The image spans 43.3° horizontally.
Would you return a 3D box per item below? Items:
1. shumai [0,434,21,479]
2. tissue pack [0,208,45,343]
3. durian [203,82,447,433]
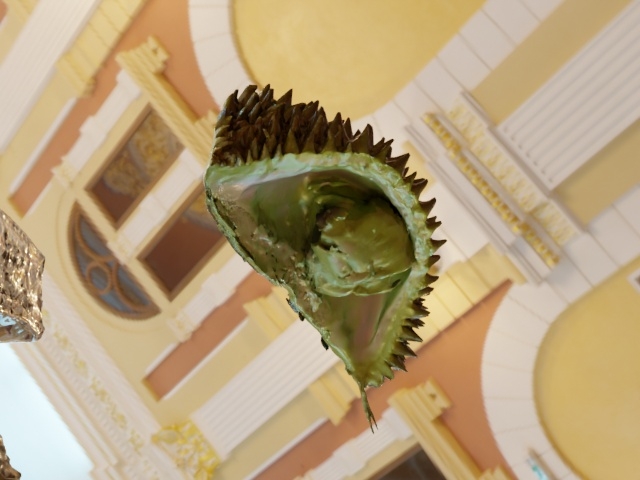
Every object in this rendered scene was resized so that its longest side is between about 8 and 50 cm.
[{"bbox_3d":[-0.275,0.109,0.495,0.184,0.184,0.141,25,-137,-33],"label":"shumai"},{"bbox_3d":[-0.486,0.035,0.750,0.395,0.288,0.124,-2,-101,-7],"label":"tissue pack"},{"bbox_3d":[0.007,-0.003,0.713,0.158,0.169,0.355,26,156,44],"label":"durian"}]
